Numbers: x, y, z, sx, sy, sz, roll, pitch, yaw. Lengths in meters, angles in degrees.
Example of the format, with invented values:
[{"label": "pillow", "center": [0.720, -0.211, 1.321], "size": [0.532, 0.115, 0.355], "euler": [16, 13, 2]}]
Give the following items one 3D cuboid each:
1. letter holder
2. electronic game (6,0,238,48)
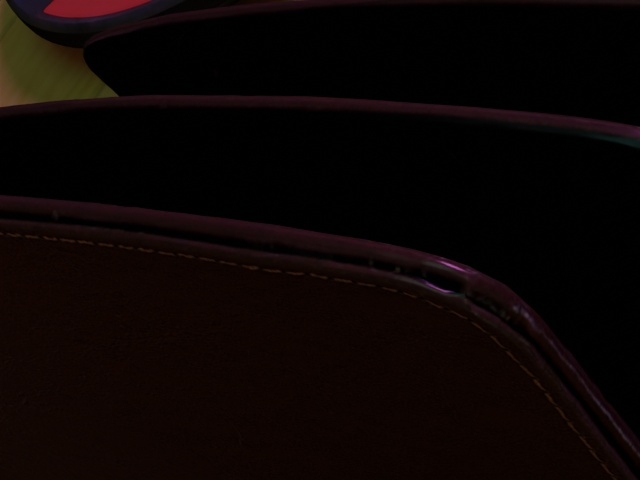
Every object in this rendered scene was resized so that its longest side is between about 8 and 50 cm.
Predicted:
[{"label": "letter holder", "center": [0.000, 0.000, 0.562], "size": [0.302, 0.214, 0.152], "euler": [4, 58, 43]}, {"label": "electronic game", "center": [-0.057, -0.182, 0.912], "size": [0.229, 0.048, 0.229], "euler": [-23, 43, 23]}]
